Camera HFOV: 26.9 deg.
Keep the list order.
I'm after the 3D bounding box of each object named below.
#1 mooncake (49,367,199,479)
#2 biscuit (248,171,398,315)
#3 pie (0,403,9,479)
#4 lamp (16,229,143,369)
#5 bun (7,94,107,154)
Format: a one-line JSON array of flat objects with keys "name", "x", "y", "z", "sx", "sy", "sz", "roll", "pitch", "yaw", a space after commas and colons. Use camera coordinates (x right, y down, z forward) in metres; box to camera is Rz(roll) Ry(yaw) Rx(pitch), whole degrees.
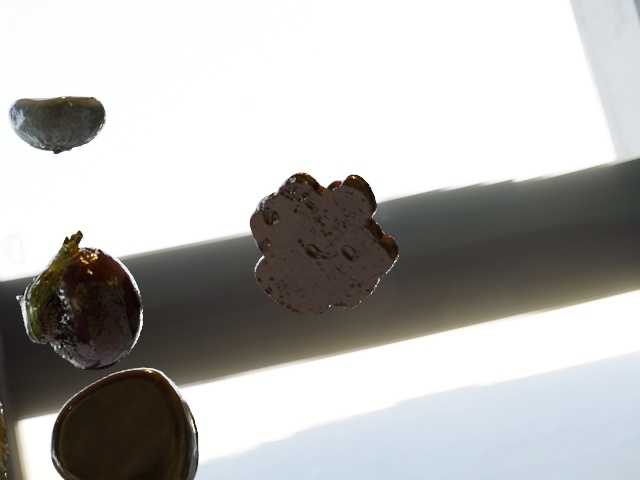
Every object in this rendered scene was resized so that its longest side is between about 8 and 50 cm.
[{"name": "mooncake", "x": -0.301, "y": 0.314, "z": 2.126, "sx": 0.234, "sy": 0.235, "sz": 0.117, "roll": -14, "pitch": -22, "yaw": 8}, {"name": "biscuit", "x": 0.000, "y": 0.000, "z": 1.918, "sx": 0.290, "sy": 0.208, "sz": 0.041, "roll": -52, "pitch": 1, "yaw": 44}, {"name": "pie", "x": -0.517, "y": 0.241, "z": 1.564, "sx": 0.315, "sy": 0.315, "sz": 0.092, "roll": -12, "pitch": -36, "yaw": -3}, {"name": "lamp", "x": -0.300, "y": 0.088, "z": 1.669, "sx": 0.135, "sy": 0.157, "sz": 0.156, "roll": -21, "pitch": -37, "yaw": -38}, {"name": "bun", "x": -0.377, "y": -0.166, "z": 1.922, "sx": 0.140, "sy": 0.083, "sz": 0.141, "roll": -4, "pitch": 1, "yaw": 0}]
